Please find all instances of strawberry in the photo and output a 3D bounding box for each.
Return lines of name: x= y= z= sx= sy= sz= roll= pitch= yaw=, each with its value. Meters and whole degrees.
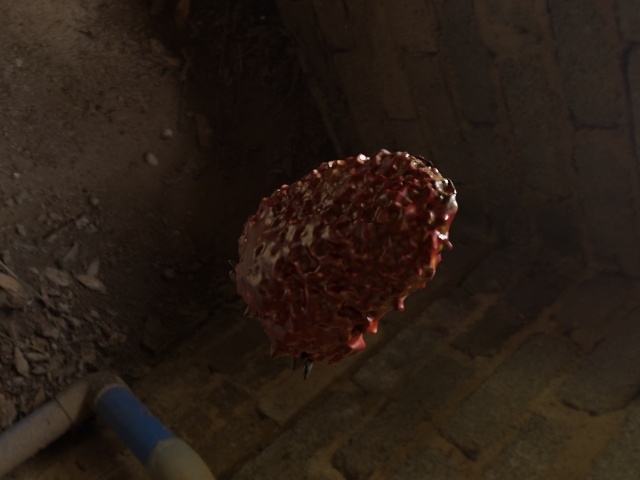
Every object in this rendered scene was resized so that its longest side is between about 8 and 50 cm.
strawberry: x=-0.005 y=0.001 z=0.499 sx=0.087 sy=0.167 sz=0.208 roll=-4 pitch=140 yaw=-42
